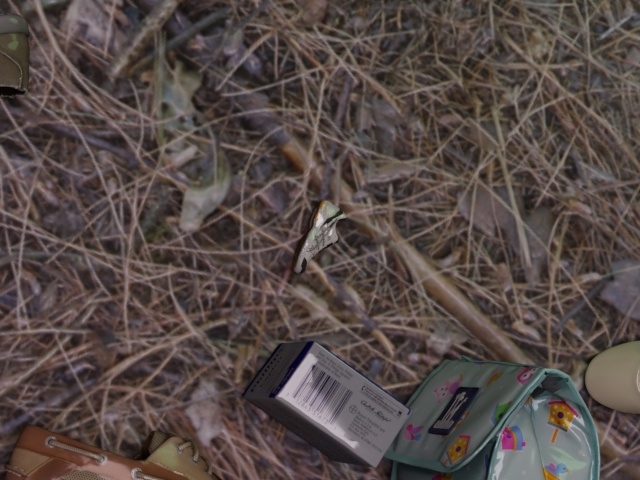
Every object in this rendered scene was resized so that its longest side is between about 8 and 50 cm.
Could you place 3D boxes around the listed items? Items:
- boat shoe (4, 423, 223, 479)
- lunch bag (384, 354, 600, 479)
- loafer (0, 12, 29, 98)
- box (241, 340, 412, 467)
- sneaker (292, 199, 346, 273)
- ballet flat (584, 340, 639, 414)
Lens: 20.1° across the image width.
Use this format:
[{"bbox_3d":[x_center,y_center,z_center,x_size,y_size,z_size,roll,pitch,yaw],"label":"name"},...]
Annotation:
[{"bbox_3d":[-0.152,0.245,1.767,0.324,0.123,0.116,11,81,-18],"label":"boat shoe"},{"bbox_3d":[0.166,0.247,1.804,0.160,0.223,0.262,6,86,-23],"label":"lunch bag"},{"bbox_3d":[-0.391,-0.148,1.729,0.251,0.094,0.087,-18,88,-17],"label":"loafer"},{"bbox_3d":[0.005,0.163,1.806,0.126,0.137,0.072,37,76,-12],"label":"box"},{"bbox_3d":[0.000,0.000,1.869,0.037,0.032,0.083,28,80,-13],"label":"sneaker"},{"bbox_3d":[0.413,0.151,1.958,0.248,0.086,0.086,3,86,-16],"label":"ballet flat"}]
